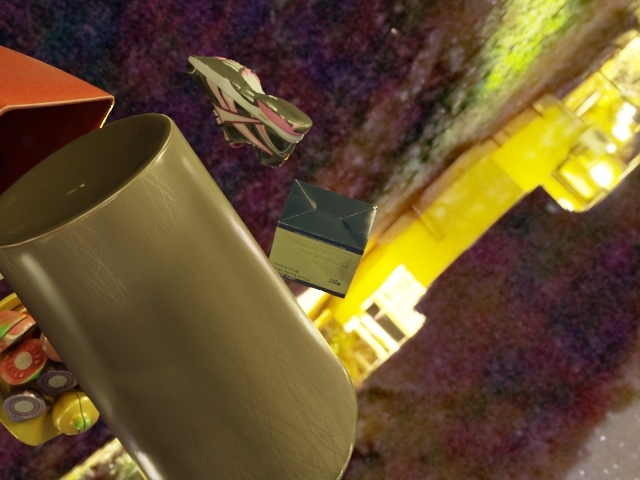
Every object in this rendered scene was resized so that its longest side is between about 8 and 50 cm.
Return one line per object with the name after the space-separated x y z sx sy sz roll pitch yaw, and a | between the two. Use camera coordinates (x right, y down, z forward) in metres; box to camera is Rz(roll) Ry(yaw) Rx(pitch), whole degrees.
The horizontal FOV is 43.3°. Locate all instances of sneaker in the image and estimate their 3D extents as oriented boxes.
-0.097 -0.148 0.927 0.072 0.178 0.077 -7 133 -53 | sneaker

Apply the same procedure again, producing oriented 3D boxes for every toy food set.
-0.270 0.119 0.804 0.128 0.071 0.217 -21 120 -25 | toy food set

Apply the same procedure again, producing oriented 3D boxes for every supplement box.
0.000 0.000 0.762 0.083 0.083 0.056 108 2 -52 | supplement box

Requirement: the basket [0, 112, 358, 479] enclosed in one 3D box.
-0.093 0.047 0.514 0.154 0.226 0.204 -28 -151 1 | basket

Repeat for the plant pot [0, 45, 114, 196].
-0.472 -0.129 1.019 0.267 0.236 0.267 -56 176 18 | plant pot
